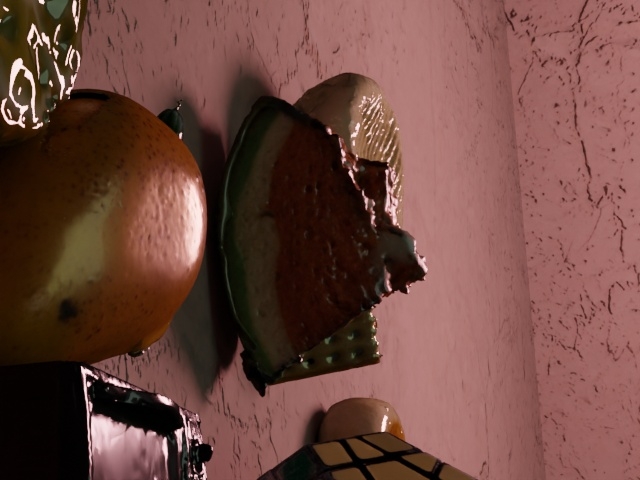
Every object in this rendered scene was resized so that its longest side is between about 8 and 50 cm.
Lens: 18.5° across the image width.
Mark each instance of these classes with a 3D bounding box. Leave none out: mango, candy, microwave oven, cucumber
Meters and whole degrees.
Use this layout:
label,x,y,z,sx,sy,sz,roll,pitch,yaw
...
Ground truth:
label,x,y,z,sx,sy,sz,roll,pitch,yaw
mango,-0.188,-0.006,1.451,0.290,0.160,0.191,-51,141,-55
candy,-0.245,-0.187,1.338,0.260,0.118,0.259,-8,90,-71
microwave oven,-0.185,0.189,1.320,0.247,0.188,0.178,41,47,-69
cucumber,-0.151,-0.062,1.800,0.039,0.039,0.168,63,29,-55

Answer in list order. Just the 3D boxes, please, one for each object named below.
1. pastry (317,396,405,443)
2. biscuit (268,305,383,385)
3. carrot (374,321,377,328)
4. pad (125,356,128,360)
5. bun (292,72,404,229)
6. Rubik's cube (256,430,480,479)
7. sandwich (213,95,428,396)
label,x,y,z,sx,sy,sz,roll,pitch,yaw
pastry,0.049,0.263,2.351,0.156,0.092,0.156,-6,90,-72
biscuit,-0.010,0.036,2.126,0.016,0.139,0.231,-142,-137,-72
carrot,0.042,0.105,2.468,0.171,0.042,0.042,11,75,-77
pad,-0.144,0.270,1.701,0.250,0.055,0.323,64,26,-53
bun,0.016,-0.084,2.237,0.231,0.133,0.231,-6,90,-73
Rubik's cube,0.040,0.347,1.957,0.264,0.319,0.319,167,-81,-79
sandwich,-0.012,-0.008,2.025,0.109,0.212,0.292,65,8,-88
